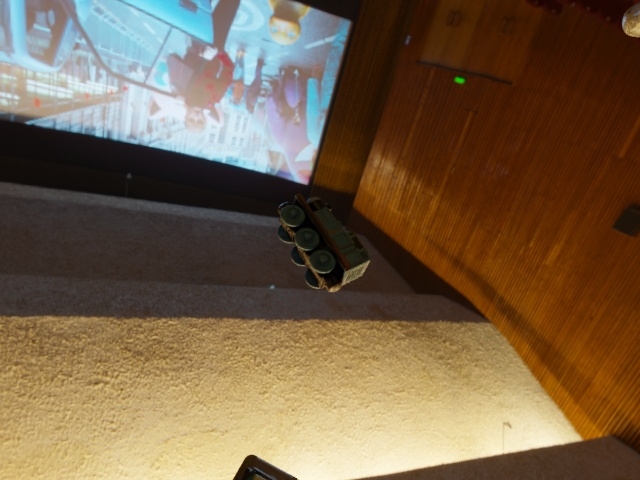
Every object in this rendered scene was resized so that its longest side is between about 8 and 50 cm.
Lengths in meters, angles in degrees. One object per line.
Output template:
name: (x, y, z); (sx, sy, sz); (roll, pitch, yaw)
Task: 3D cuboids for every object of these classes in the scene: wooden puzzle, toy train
wooden puzzle: (-0.166, 0.622, 0.962); (0.044, 0.221, 0.238); (47, 148, -23)
toy train: (0.000, 0.000, 0.720); (0.105, 0.080, 0.184); (-22, -115, -25)

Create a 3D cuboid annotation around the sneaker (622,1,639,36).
sneaker: (0.371, -0.223, 0.390); (0.190, 0.072, 0.083); (-9, -172, -12)
